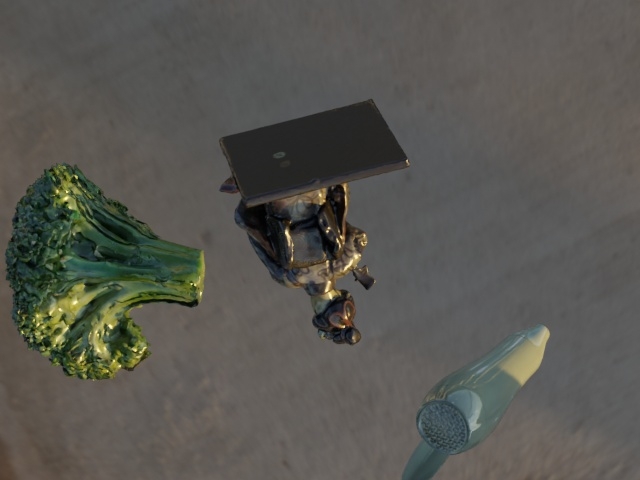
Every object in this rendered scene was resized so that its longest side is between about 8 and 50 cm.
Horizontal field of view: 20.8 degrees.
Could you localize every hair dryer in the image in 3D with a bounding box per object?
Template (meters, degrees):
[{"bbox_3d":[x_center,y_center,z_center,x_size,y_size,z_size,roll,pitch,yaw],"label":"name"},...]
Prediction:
[{"bbox_3d":[0.144,0.207,1.880,0.075,0.237,0.206,41,38,12],"label":"hair dryer"}]

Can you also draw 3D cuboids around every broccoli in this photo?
[{"bbox_3d":[-0.197,0.033,1.638,0.194,0.194,0.219,1,111,4],"label":"broccoli"}]

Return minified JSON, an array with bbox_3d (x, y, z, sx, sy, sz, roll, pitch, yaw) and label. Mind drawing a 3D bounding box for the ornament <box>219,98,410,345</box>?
[{"bbox_3d":[0.000,0.000,1.624,0.166,0.153,0.196,-13,115,-5],"label":"ornament"}]
